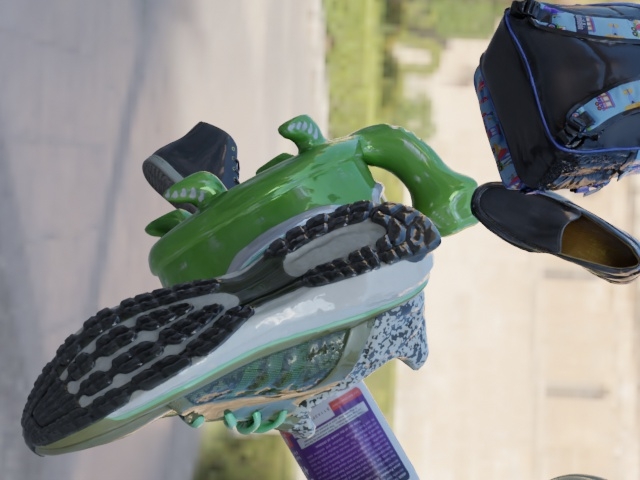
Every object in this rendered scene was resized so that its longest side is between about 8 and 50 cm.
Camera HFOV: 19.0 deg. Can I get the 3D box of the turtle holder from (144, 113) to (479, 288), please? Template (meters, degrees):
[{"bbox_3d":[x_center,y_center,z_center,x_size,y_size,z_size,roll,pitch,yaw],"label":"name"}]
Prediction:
[{"bbox_3d":[-0.013,0.009,2.015,0.227,0.320,0.243,60,-37,6],"label":"turtle holder"}]

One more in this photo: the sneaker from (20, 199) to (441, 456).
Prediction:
[{"bbox_3d":[-0.062,0.125,1.714,0.158,0.410,0.182,-132,-158,-60],"label":"sneaker"}]

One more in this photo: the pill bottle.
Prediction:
[{"bbox_3d":[0.042,0.250,2.075,0.193,0.108,0.108,60,-1,4],"label":"pill bottle"}]

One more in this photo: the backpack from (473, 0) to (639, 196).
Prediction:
[{"bbox_3d":[0.232,-0.119,1.584,0.117,0.173,0.158,120,-42,-54],"label":"backpack"}]

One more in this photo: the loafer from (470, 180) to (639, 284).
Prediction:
[{"bbox_3d":[0.217,-0.012,1.726,0.061,0.170,0.062,68,42,-86],"label":"loafer"}]

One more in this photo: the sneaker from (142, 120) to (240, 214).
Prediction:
[{"bbox_3d":[-0.124,-0.063,2.580,0.118,0.222,0.083,-42,174,-26],"label":"sneaker"}]

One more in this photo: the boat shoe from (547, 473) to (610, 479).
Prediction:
[{"bbox_3d":[0.253,0.265,1.641,0.233,0.084,0.079,23,-42,58],"label":"boat shoe"}]
